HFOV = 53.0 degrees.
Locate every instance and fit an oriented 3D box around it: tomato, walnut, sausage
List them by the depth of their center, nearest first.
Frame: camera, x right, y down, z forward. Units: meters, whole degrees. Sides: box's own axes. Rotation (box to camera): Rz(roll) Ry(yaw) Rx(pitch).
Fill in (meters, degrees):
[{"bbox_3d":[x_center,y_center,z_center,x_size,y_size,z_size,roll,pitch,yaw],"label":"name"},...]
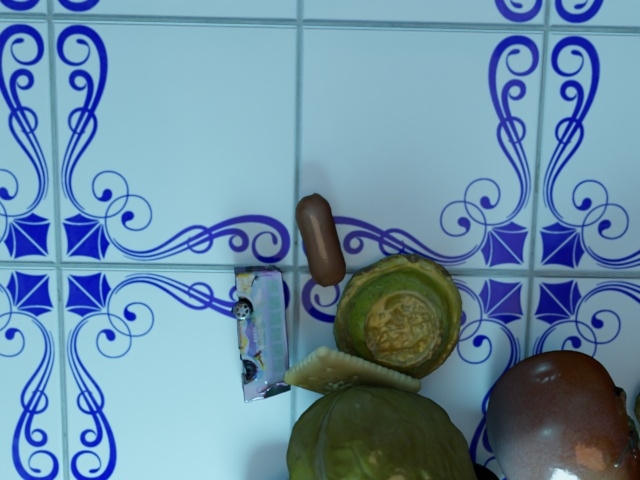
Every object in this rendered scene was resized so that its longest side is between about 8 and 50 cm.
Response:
[{"bbox_3d":[0.111,0.463,1.185,0.307,0.354,0.398,-12,77,-42],"label":"walnut"},{"bbox_3d":[0.466,0.393,1.245,0.272,0.341,0.342,-18,98,16],"label":"tomato"},{"bbox_3d":[0.000,0.000,1.310,0.077,0.077,0.194,-16,97,1],"label":"sausage"}]

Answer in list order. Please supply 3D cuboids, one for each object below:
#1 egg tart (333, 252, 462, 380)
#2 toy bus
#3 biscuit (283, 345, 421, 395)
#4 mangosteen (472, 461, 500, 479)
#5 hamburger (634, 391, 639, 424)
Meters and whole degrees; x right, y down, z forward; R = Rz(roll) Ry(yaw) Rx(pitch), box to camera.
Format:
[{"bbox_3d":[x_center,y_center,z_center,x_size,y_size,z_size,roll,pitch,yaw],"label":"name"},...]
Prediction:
[{"bbox_3d":[0.165,0.167,1.317,0.288,0.118,0.289,0,94,-2],"label":"egg tart"},{"bbox_3d":[-0.125,0.191,1.326,0.112,0.090,0.274,-5,99,-9],"label":"toy bus"},{"bbox_3d":[0.064,0.287,1.293,0.249,0.030,0.160,24,137,-23],"label":"biscuit"},{"bbox_3d":[0.281,0.561,1.343,0.230,0.194,0.194,-5,98,25],"label":"mangosteen"},{"bbox_3d":[0.817,0.386,1.338,0.259,0.144,0.283,-43,101,2],"label":"hamburger"}]
